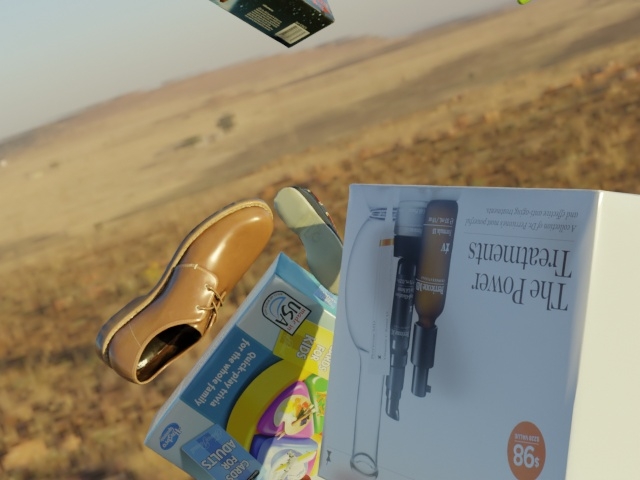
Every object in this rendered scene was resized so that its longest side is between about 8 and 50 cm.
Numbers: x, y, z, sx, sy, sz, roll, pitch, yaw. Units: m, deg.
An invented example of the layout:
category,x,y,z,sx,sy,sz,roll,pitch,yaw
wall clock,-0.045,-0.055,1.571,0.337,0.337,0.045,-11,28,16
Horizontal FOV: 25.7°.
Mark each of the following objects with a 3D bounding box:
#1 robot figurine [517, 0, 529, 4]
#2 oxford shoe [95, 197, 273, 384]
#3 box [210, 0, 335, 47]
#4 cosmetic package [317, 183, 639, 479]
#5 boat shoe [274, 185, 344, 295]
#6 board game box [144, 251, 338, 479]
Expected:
category,x,y,z,sx,sy,sz,roll,pitch,yaw
robot figurine,0.259,-0.358,1.839,0.115,0.101,0.067,-10,-15,-38
oxford shoe,-0.110,0.052,1.300,0.212,0.076,0.076,-49,41,-6
box,-0.082,-0.238,0.955,0.044,0.159,0.233,-27,-19,20
cosmetic package,0.135,0.097,1.182,0.097,0.284,0.377,4,0,-28
boat shoe,0.001,-0.001,1.489,0.049,0.133,0.042,-40,-16,26
board game box,0.015,0.213,1.559,0.254,0.336,0.079,-52,8,17
